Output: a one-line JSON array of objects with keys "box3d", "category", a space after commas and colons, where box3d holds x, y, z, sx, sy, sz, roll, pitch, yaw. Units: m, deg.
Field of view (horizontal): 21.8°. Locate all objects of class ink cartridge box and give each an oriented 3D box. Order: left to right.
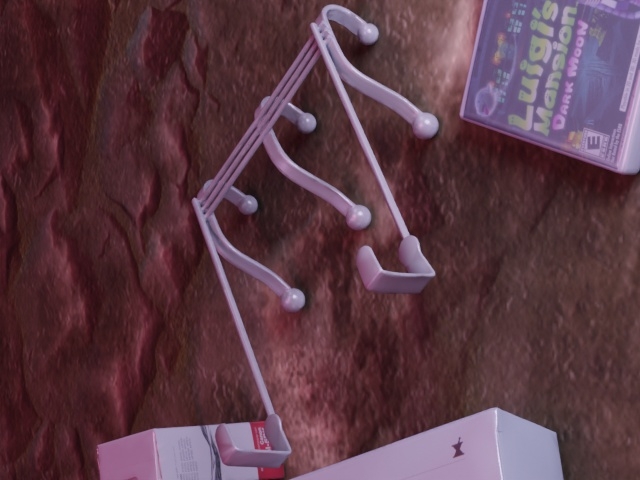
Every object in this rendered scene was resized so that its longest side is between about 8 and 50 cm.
[{"box3d": [-0.116, 0.197, 1.477, 0.099, 0.135, 0.056, -21, 73, 47], "category": "ink cartridge box"}]

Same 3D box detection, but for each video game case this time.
[{"box3d": [0.183, -0.160, 1.210, 0.173, 0.022, 0.190, 25, 109, 48], "category": "video game case"}]

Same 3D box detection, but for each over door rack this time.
[{"box3d": [0.000, 0.000, 1.340, 0.239, 0.108, 0.324, -54, 31, 34], "category": "over door rack"}]

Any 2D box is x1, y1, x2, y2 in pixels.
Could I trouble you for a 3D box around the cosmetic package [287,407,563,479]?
[{"box3d": [0.018, 0.318, 1.240, 0.377, 0.097, 0.284, -24, 60, 32], "category": "cosmetic package"}]
